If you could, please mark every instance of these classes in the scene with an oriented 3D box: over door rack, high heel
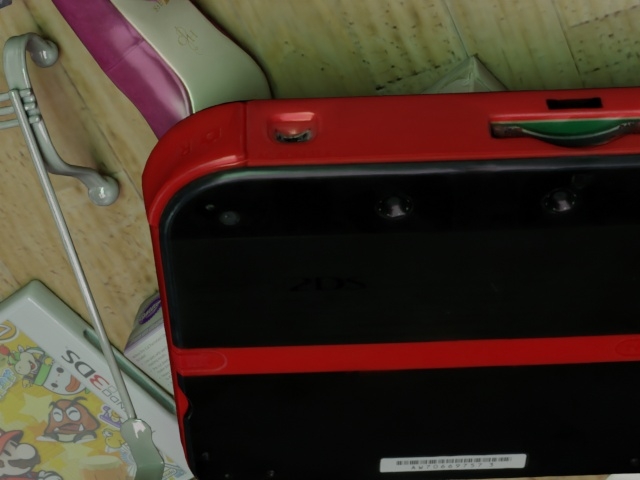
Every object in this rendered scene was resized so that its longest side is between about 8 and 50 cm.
[{"bbox_3d":[-0.252,0.036,0.951,0.240,0.108,0.324,-9,103,15],"label":"over door rack"},{"bbox_3d":[-0.109,-0.108,0.876,0.117,0.082,0.244,14,147,34],"label":"high heel"}]

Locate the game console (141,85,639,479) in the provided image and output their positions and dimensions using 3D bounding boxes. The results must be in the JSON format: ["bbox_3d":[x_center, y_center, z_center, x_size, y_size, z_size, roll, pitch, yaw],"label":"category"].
[{"bbox_3d":[0.090,0.046,0.897,0.387,0.060,0.342,-2,139,0],"label":"game console"}]

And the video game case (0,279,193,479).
[{"bbox_3d":[-0.226,0.154,1.101,0.227,0.026,0.206,-33,115,28],"label":"video game case"}]

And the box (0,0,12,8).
[{"bbox_3d":[-0.214,-0.212,0.807,0.094,0.027,0.137,33,130,19],"label":"box"}]

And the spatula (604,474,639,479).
[{"bbox_3d":[0.324,0.223,1.076,0.242,0.019,0.168,24,121,-10],"label":"spatula"}]

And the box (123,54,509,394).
[{"bbox_3d":[0.000,0.000,0.930,0.324,0.063,0.067,-36,114,29],"label":"box"}]
